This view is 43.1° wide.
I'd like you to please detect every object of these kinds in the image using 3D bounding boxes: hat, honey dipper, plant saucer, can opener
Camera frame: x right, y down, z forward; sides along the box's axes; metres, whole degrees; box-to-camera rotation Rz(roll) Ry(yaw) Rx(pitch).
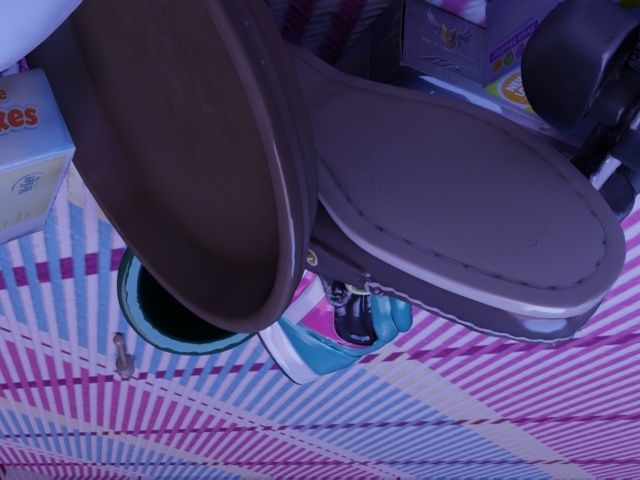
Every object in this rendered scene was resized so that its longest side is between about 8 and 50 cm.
[{"bbox_3d":[-0.139,0.008,0.857,0.173,0.183,0.208,32,102,-30],"label":"hat"},{"bbox_3d":[-0.312,0.182,1.283,0.031,0.030,0.160,8,154,-7],"label":"honey dipper"},{"bbox_3d":[-0.090,-0.078,0.437,0.041,0.277,0.278,-31,171,-27],"label":"plant saucer"},{"bbox_3d":[0.155,-0.049,0.472,0.093,0.074,0.280,40,165,17],"label":"can opener"}]

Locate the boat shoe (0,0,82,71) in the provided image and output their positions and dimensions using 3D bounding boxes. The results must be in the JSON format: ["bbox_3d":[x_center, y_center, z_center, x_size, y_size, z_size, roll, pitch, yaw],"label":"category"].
[{"bbox_3d":[-0.109,-0.160,0.292,0.080,0.076,0.228,12,122,-51],"label":"boat shoe"}]

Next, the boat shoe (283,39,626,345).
[{"bbox_3d":[0.019,-0.028,0.469,0.324,0.117,0.096,30,144,33],"label":"boat shoe"}]

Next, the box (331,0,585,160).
[{"bbox_3d":[0.105,-0.068,0.597,0.231,0.056,0.183,16,153,-23],"label":"box"}]

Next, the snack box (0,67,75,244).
[{"bbox_3d":[-0.292,-0.024,0.587,0.187,0.060,0.322,-23,-179,-24],"label":"snack box"}]

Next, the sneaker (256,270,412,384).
[{"bbox_3d":[0.000,0.000,0.698,0.179,0.123,0.295,-22,129,12],"label":"sneaker"}]

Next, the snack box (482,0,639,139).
[{"bbox_3d":[0.226,-0.110,0.460,0.207,0.070,0.174,20,154,-26],"label":"snack box"}]
